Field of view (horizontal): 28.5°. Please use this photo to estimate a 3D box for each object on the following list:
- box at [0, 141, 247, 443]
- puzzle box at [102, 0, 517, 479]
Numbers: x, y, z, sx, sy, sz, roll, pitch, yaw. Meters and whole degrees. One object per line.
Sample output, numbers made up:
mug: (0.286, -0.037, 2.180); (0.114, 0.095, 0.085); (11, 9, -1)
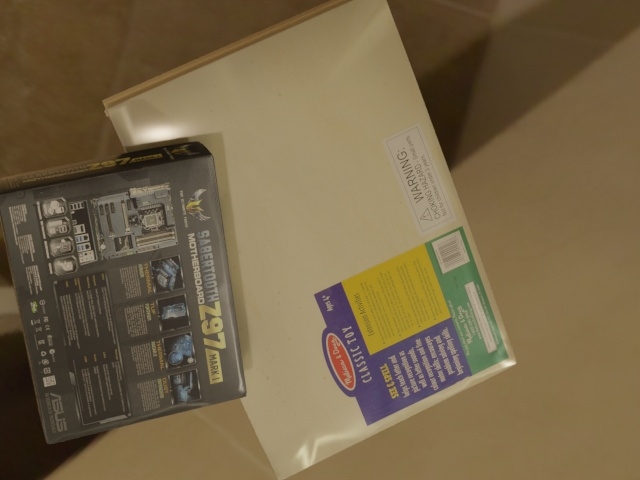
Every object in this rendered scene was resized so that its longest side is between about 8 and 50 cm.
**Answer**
box: (-0.170, 0.044, 1.090); (0.184, 0.059, 0.232); (-12, 111, -14)
puzzle box: (0.000, 0.000, 1.193); (0.272, 0.052, 0.408); (-25, 110, -8)
